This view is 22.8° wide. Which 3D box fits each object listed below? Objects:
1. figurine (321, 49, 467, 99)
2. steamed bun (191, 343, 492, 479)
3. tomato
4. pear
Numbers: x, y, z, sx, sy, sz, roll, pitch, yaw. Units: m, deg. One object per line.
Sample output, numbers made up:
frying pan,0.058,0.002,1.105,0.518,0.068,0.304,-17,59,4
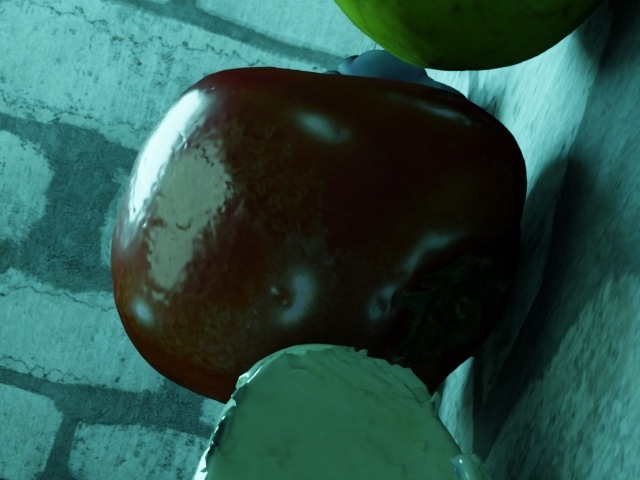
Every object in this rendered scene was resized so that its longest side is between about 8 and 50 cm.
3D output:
figurine,0.058,-0.105,1.618,0.265,0.197,0.175,-8,-65,-75
steamed bun,0.002,0.258,1.036,0.334,0.233,0.312,-68,-2,-45
tomato,0.000,0.000,1.252,0.325,0.290,0.293,-10,-58,-52
pear,0.116,-0.268,1.235,0.375,0.287,0.287,62,-138,-75
